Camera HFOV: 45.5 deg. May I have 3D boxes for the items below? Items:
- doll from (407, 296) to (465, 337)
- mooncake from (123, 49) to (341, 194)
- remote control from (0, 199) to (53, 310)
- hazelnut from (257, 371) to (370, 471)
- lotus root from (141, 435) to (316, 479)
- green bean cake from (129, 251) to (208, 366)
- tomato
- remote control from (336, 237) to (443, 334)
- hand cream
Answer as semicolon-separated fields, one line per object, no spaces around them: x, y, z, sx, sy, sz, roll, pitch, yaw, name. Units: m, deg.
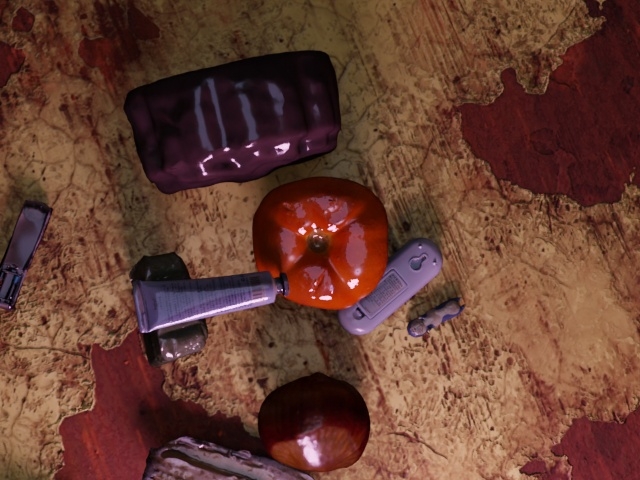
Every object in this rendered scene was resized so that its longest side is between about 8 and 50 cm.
0.222;0.147;1.470;0.125;0.027;0.037;-30;78;-7;doll
-0.148;-0.209;1.354;0.381;0.350;0.212;-14;92;4;mooncake
-0.566;0.026;1.436;0.059;0.028;0.212;18;82;0;remote control
-0.003;0.335;1.379;0.202;0.160;0.170;21;94;-38;hazelnut
-0.165;0.463;1.383;0.329;0.078;0.167;21;58;1;lotus root
-0.276;0.122;1.361;0.094;0.183;0.185;-16;82;-23;green bean cake
0.000;0.004;1.395;0.260;0.180;0.259;0;90;5;tomato
0.134;0.086;1.464;0.244;0.047;0.087;-40;83;-9;remote control
-0.179;0.090;1.274;0.256;0.055;0.088;-8;84;-16;hand cream
